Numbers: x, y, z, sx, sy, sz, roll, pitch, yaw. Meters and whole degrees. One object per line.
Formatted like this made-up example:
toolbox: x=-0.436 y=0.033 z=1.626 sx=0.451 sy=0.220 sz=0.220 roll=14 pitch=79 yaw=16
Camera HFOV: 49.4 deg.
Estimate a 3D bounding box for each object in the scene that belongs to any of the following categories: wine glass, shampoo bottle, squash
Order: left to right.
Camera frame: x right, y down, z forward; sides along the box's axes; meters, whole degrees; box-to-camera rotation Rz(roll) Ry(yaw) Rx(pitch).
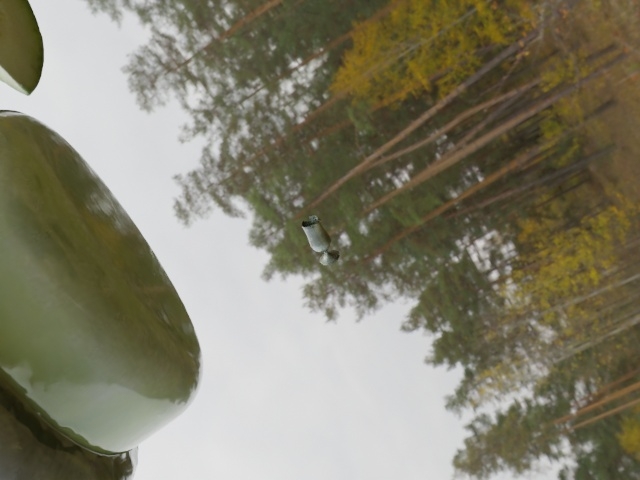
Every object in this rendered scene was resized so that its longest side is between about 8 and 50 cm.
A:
shampoo bottle: x=-0.273 y=0.084 z=0.510 sx=0.322 sy=0.317 sz=0.322 roll=57 pitch=178 yaw=3
squash: x=-0.462 y=-0.343 z=0.867 sx=0.288 sy=0.203 sz=0.111 roll=33 pitch=-119 yaw=-4
wine glass: x=0.000 y=0.000 z=1.131 sx=0.042 sy=0.039 sz=0.083 roll=-85 pitch=-26 yaw=-54
